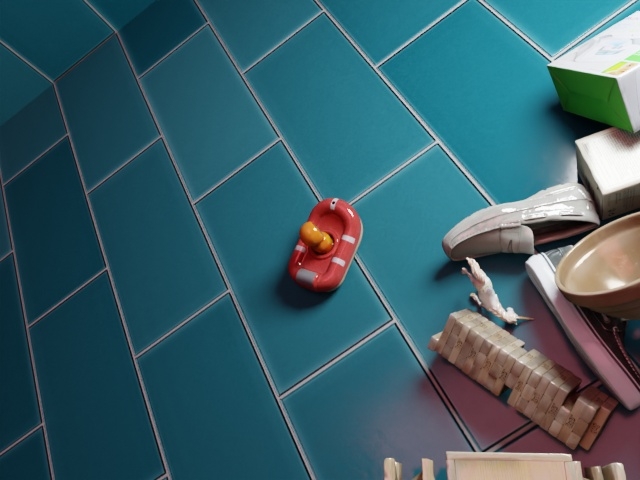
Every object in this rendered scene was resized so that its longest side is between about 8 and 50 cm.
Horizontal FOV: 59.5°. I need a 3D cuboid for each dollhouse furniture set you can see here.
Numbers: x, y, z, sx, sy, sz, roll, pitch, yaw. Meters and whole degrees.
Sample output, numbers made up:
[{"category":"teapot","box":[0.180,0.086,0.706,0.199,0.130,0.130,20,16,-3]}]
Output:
[{"category":"dollhouse furniture set","box":[0.274,0.461,0.828,0.361,0.394,0.257,-3,66,11]}]

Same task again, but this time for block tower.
[{"category":"block tower","box":[0.373,0.250,1.066,0.335,0.090,0.097,32,113,34]}]

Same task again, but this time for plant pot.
[{"category":"plant pot","box":[0.538,0.056,0.957,0.237,0.237,0.110,-37,101,6]}]

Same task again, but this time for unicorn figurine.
[{"category":"unicorn figurine","box":[0.350,0.114,1.160,0.060,0.162,0.111,-46,29,6]}]

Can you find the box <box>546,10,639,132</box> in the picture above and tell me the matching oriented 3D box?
[{"category":"box","box":[0.645,-0.350,1.140,0.231,0.127,0.262,-31,23,6]}]

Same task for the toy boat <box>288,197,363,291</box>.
[{"category":"toy boat","box":[0.000,0.000,1.347,0.150,0.151,0.231,16,75,30]}]

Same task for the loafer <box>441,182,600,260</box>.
[{"category":"loafer","box":[0.416,-0.021,1.179,0.319,0.112,0.112,-22,51,15]}]

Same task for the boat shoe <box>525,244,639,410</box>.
[{"category":"boat shoe","box":[0.515,0.142,1.047,0.119,0.121,0.335,-29,57,11]}]

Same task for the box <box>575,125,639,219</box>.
[{"category":"box","box":[0.690,-0.174,1.111,0.311,0.121,0.148,-19,59,17]}]
